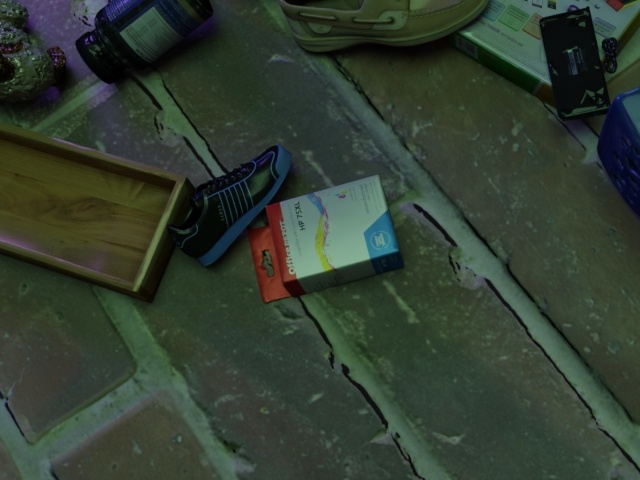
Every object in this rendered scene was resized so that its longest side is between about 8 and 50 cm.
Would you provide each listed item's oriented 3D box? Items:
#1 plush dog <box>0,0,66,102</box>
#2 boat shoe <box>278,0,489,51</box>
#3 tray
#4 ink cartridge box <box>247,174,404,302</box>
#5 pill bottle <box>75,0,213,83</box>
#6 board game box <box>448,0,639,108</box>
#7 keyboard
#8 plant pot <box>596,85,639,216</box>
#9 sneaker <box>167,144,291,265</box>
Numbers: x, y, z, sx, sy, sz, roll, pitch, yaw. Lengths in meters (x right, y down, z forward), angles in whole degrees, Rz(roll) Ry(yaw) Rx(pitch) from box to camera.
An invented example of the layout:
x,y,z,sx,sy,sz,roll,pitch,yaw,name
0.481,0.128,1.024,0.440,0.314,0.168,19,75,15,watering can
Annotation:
x,y,z,sx,sy,sz,roll,pitch,yaw,name
-0.557,-0.298,1.764,0.225,0.262,0.211,17,108,25,plush dog
0.099,-0.385,1.679,0.341,0.110,0.122,-8,57,19,boat shoe
-0.430,-0.056,1.715,0.411,0.076,0.203,17,75,14,tray
0.000,0.000,1.616,0.231,0.078,0.134,-16,69,5,ink cartridge box
-0.300,-0.365,1.762,0.219,0.123,0.123,-35,68,11,pill bottle
0.396,-0.389,1.688,0.242,0.064,0.316,36,80,19,board game box
0.403,-0.272,1.600,0.108,0.023,0.180,-11,70,13,keyboard
0.547,-0.110,1.481,0.236,0.236,0.212,-19,75,3,plant pot
-0.143,-0.072,1.648,0.232,0.090,0.081,-52,27,-9,sneaker
